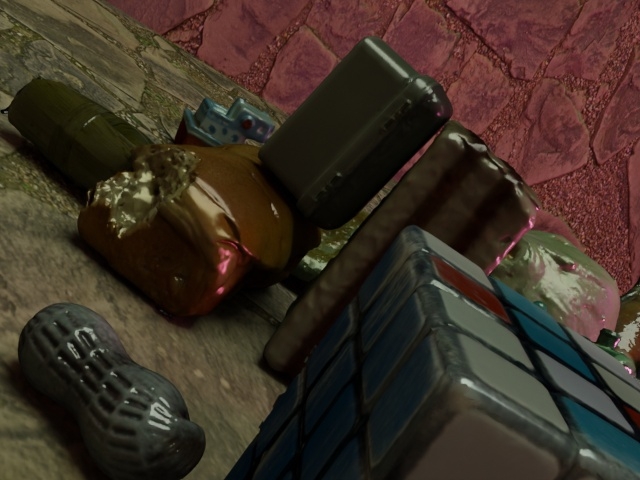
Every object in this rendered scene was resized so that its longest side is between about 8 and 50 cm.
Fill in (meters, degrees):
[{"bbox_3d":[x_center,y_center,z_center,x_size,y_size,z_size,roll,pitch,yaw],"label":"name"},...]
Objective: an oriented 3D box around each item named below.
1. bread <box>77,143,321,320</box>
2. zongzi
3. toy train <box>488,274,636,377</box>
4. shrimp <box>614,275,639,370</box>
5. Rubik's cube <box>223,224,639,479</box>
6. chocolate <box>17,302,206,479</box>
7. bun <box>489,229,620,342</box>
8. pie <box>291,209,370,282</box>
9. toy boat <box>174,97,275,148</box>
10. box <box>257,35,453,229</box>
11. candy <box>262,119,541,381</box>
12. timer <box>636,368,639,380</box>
[{"bbox_3d":[-0.112,-0.026,1.004,0.195,0.149,0.344,37,12,8],"label":"bread"},{"bbox_3d":[-0.266,-0.118,1.086,0.205,0.094,0.204,38,9,14],"label":"zongzi"},{"bbox_3d":[0.209,0.145,0.997,0.120,0.194,0.298,29,-3,-42],"label":"toy train"},{"bbox_3d":[0.374,0.130,1.306,0.272,0.445,0.085,22,-45,49],"label":"shrimp"},{"bbox_3d":[0.090,0.183,0.505,0.253,0.259,0.256,31,13,-7],"label":"Rubik's cube"},{"bbox_3d":[-0.147,0.106,0.605,0.167,0.072,0.072,40,13,24],"label":"chocolate"},{"bbox_3d":[0.248,0.074,1.205,0.293,0.293,0.187,-114,-179,-67],"label":"bun"},{"bbox_3d":[0.000,0.000,1.319,0.323,0.071,0.323,18,22,-8],"label":"pie"},{"bbox_3d":[-0.087,-0.140,1.541,0.331,0.133,0.145,30,12,-23],"label":"toy boat"},{"bbox_3d":[0.041,-0.122,1.006,0.129,0.210,0.148,46,16,3],"label":"box"},{"bbox_3d":[0.090,0.028,0.951,0.135,0.321,0.179,39,9,1],"label":"candy"},{"bbox_3d":[0.468,0.304,1.183,0.194,0.195,0.192,37,13,7],"label":"timer"}]
